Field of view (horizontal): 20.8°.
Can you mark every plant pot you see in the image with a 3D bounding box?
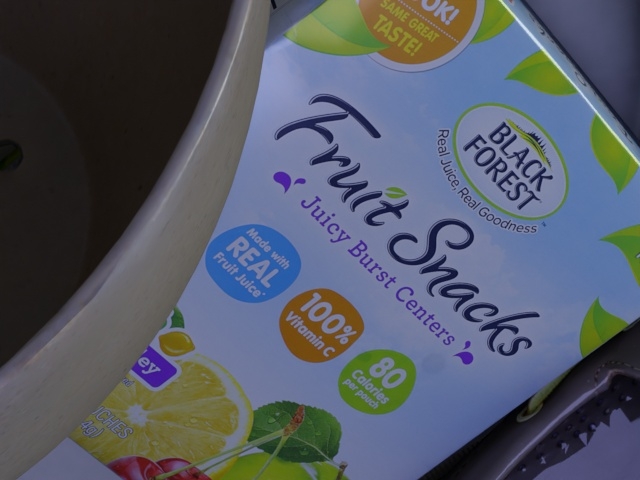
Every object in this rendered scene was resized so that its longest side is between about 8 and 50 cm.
[{"bbox_3d":[-0.143,-0.036,0.444,0.284,0.284,0.191,-17,159,-1],"label":"plant pot"}]

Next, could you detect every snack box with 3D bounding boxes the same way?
[{"bbox_3d":[0.000,0.000,0.593,0.207,0.070,0.174,-39,122,12],"label":"snack box"}]

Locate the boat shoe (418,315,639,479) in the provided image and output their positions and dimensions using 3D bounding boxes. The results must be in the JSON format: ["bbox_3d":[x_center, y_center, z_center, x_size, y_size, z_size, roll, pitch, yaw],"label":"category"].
[{"bbox_3d":[0.133,0.068,0.632,0.324,0.096,0.116,-40,102,8],"label":"boat shoe"}]
